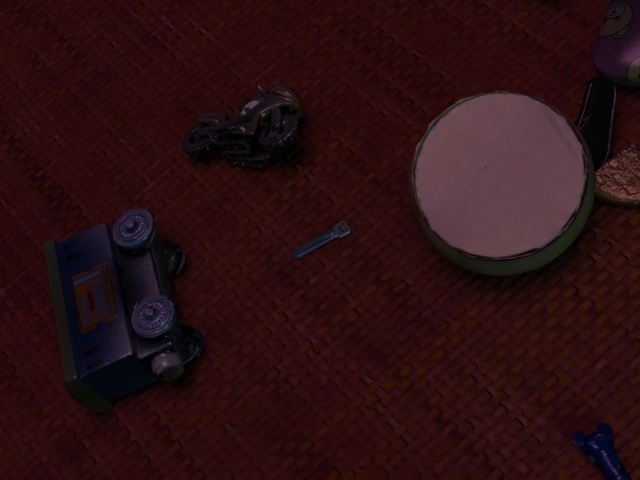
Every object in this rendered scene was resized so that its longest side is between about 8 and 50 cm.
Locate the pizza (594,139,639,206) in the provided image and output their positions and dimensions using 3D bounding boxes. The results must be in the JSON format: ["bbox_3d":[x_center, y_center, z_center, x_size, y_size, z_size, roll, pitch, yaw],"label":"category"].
[{"bbox_3d":[0.433,-0.077,1.852,0.100,0.029,0.099,-43,61,-6],"label":"pizza"}]

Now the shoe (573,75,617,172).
[{"bbox_3d":[0.386,-0.157,1.904,0.062,0.053,0.159,17,83,-9],"label":"shoe"}]

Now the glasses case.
[{"bbox_3d":[0.502,-0.361,1.977,0.123,0.076,0.316,12,63,28],"label":"glasses case"}]

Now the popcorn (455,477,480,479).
[{"bbox_3d":[0.182,0.424,1.507,0.250,0.235,0.242,35,118,26],"label":"popcorn"}]

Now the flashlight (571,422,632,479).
[{"bbox_3d":[0.360,0.282,1.637,0.057,0.035,0.121,-15,54,-19],"label":"flashlight"}]

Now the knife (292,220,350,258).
[{"bbox_3d":[0.000,0.000,1.981,0.096,0.010,0.027,-29,52,2],"label":"knife"}]

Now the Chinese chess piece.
[{"bbox_3d":[0.248,-0.079,1.827,0.257,0.104,0.257,-2,78,10],"label":"Chinese chess piece"}]

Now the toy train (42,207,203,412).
[{"bbox_3d":[-0.299,0.093,1.965,0.202,0.131,0.300,-24,52,8],"label":"toy train"}]

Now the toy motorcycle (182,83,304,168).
[{"bbox_3d":[-0.113,-0.184,2.106,0.229,0.094,0.130,-1,53,36],"label":"toy motorcycle"}]
